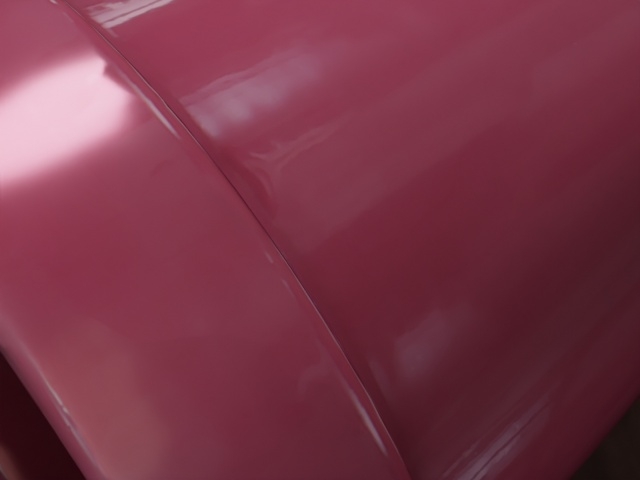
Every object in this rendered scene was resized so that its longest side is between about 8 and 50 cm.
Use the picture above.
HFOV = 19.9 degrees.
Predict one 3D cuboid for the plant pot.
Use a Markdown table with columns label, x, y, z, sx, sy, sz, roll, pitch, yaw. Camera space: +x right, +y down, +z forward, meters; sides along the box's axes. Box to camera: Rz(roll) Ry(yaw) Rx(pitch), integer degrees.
| label | x | y | z | sx | sy | sz | roll | pitch | yaw |
| --- | --- | --- | --- | --- | --- | --- | --- | --- | --- |
| plant pot | 0.000 | 0.000 | 0.438 | 0.180 | 0.201 | 0.201 | -34 | 93 | -18 |
